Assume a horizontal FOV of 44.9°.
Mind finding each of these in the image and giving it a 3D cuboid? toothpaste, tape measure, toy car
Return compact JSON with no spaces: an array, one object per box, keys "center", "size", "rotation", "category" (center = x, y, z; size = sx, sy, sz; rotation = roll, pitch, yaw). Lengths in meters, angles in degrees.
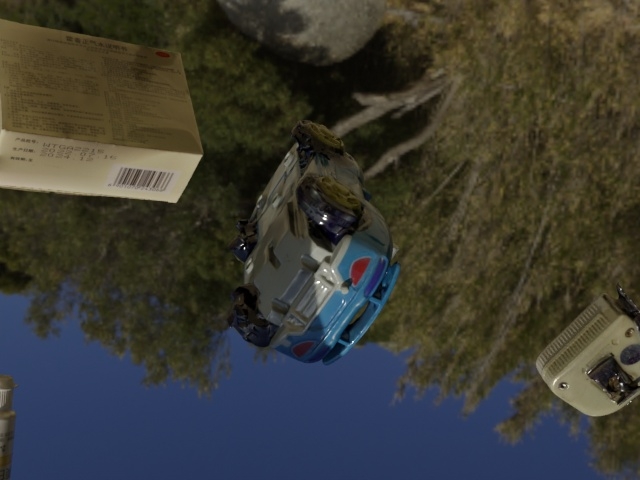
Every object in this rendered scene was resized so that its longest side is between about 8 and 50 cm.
[{"center":[-0.252,0.198,0.585],"size":[0.031,0.190,0.048],"rotation":[4,178,17],"category":"toothpaste"},{"center":[0.641,0.258,1.693],"size":[0.231,0.271,0.133],"rotation":[32,-164,-24],"category":"tape measure"},{"center":[0.000,0.000,0.890],"size":[0.166,0.198,0.314],"rotation":[28,-159,-19],"category":"toy car"}]

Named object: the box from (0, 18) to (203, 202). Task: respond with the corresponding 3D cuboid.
[{"center":[-0.255,-0.141,0.858],"size":[0.212,0.095,0.168],"rotation":[4,-125,-31],"category":"box"}]
